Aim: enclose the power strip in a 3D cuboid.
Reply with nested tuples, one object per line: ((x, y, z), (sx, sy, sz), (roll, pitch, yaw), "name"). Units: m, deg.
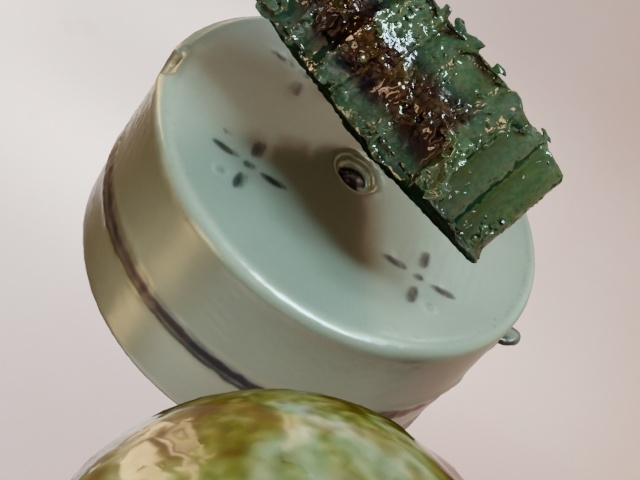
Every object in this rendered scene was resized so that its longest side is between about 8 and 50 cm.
((0.000, 0.000, 0.997), (0.161, 0.357, 0.357), (-51, -176, 40), "power strip")

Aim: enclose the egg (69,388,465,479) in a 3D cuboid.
((-0.014, 0.205, 0.567), (0.238, 0.289, 0.238), (-19, -152, 11), "egg")

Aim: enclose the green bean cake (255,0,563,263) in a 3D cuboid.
((0.058, -0.107, 0.834), (0.107, 0.193, 0.208), (-36, -140, 4), "green bean cake")
